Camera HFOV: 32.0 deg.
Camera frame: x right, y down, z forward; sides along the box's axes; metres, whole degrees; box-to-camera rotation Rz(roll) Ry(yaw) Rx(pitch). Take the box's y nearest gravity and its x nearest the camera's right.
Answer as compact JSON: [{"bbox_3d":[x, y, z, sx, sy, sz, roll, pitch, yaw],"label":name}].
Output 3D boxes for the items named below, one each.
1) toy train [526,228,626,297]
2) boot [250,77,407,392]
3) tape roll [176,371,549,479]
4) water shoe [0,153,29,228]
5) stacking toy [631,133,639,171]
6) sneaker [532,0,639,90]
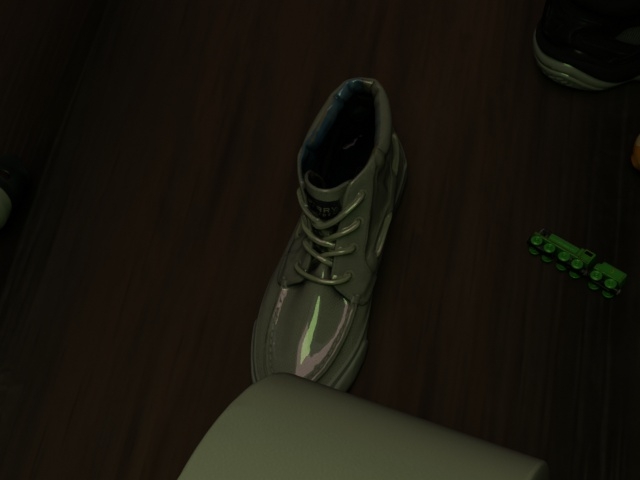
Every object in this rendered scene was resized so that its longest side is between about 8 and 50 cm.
[{"bbox_3d":[0.198,0.016,0.860,0.083,0.017,0.024,33,61,26],"label":"toy train"},{"bbox_3d":[0.000,0.000,0.843,0.095,0.123,0.258,8,61,16],"label":"boot"},{"bbox_3d":[0.016,0.216,0.641,0.169,0.246,0.246,16,64,20],"label":"tape roll"},{"bbox_3d":[-0.355,-0.052,0.988,0.203,0.073,0.080,12,41,13],"label":"water shoe"},{"bbox_3d":[0.380,-0.126,0.851,0.302,0.166,0.175,-24,47,14],"label":"stacking toy"},{"bbox_3d":[0.305,-0.210,0.894,0.268,0.153,0.101,-11,58,4],"label":"sneaker"}]
